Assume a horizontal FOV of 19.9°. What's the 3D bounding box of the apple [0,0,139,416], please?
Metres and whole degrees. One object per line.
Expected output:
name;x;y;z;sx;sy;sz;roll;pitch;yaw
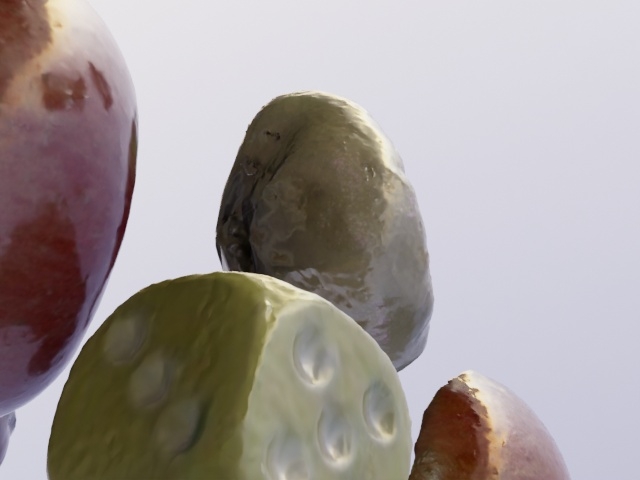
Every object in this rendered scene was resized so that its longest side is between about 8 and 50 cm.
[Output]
apple;-0.283;-0.041;1.250;0.345;0.269;0.344;-37;-135;48

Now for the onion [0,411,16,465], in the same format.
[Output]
onion;-0.432;0.169;1.979;0.190;0.246;0.246;-22;-179;-40

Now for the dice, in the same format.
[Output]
dice;-0.056;0.131;1.132;0.166;0.169;0.169;-13;-130;37

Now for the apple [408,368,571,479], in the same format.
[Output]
apple;0.203;0.291;2.175;0.179;0.254;0.346;-38;157;11

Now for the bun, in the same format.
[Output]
bun;0.002;0.005;1.607;0.168;0.272;0.273;-16;-165;-15
